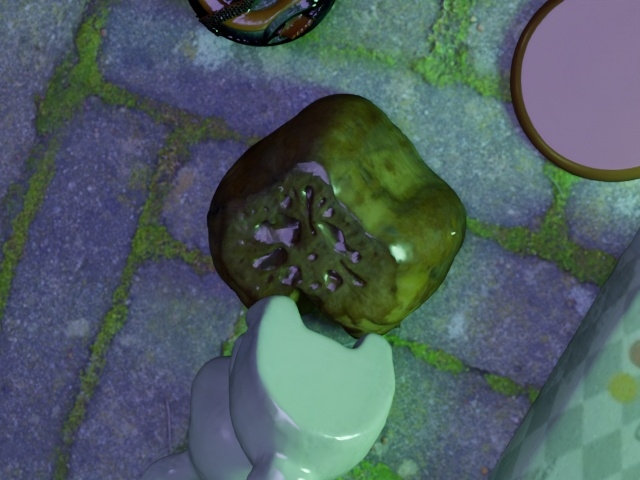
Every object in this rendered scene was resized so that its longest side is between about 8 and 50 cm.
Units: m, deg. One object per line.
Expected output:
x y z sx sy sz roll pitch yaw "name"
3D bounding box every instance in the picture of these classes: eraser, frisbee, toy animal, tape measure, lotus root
0.364 0.180 1.588 0.213 0.082 0.397 32 107 14 "eraser"
0.350 -0.194 1.670 0.250 0.021 0.251 0 89 16 "frisbee"
-0.072 0.243 1.636 0.196 0.367 0.241 28 54 -12 "toy animal"
-0.068 -0.347 1.736 0.202 0.135 0.223 35 103 6 "tape measure"
0.000 0.000 1.671 0.316 0.250 0.316 2 99 14 "lotus root"
